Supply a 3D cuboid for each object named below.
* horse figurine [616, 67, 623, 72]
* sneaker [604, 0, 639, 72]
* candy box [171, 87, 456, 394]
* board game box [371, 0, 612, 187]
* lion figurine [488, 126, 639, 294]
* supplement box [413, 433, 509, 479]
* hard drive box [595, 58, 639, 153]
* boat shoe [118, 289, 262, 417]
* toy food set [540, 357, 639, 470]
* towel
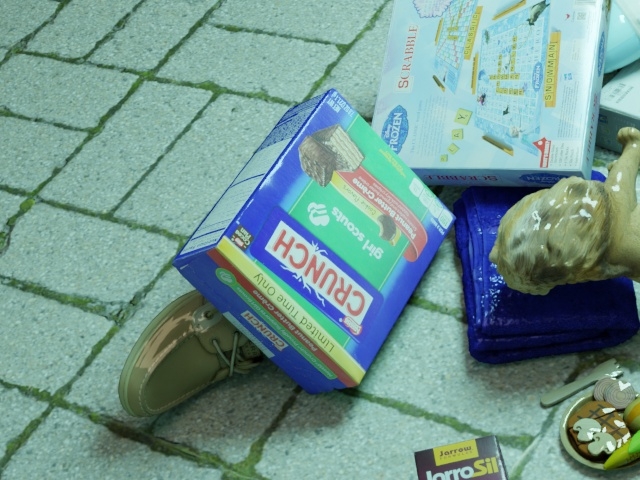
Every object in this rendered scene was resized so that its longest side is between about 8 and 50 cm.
[{"bbox_3d":[0.532,-0.373,2.113,0.263,0.066,0.174,-33,36,-10],"label":"horse figurine"},{"bbox_3d":[0.390,-0.361,2.029,0.150,0.135,0.366,-31,27,6],"label":"sneaker"},{"bbox_3d":[0.000,0.000,1.759,0.122,0.268,0.317,-21,29,53],"label":"candy box"},{"bbox_3d":[0.242,-0.232,1.882,0.318,0.066,0.318,3,70,24],"label":"board game box"},{"bbox_3d":[0.422,0.017,1.636,0.392,0.142,0.240,23,60,9],"label":"lion figurine"},{"bbox_3d":[0.175,0.326,1.499,0.104,0.080,0.188,-14,42,6],"label":"supplement box"},{"bbox_3d":[0.539,-0.189,1.899,0.232,0.089,0.181,25,58,38],"label":"hard drive box"},{"bbox_3d":[-0.128,0.123,1.789,0.110,0.121,0.341,25,56,38],"label":"boat shoe"},{"bbox_3d":[0.352,0.218,1.578,0.132,0.038,0.192,-25,42,-7],"label":"toy food set"},{"bbox_3d":[0.297,0.022,1.776,0.228,0.076,0.308,-11,43,10],"label":"towel"}]
